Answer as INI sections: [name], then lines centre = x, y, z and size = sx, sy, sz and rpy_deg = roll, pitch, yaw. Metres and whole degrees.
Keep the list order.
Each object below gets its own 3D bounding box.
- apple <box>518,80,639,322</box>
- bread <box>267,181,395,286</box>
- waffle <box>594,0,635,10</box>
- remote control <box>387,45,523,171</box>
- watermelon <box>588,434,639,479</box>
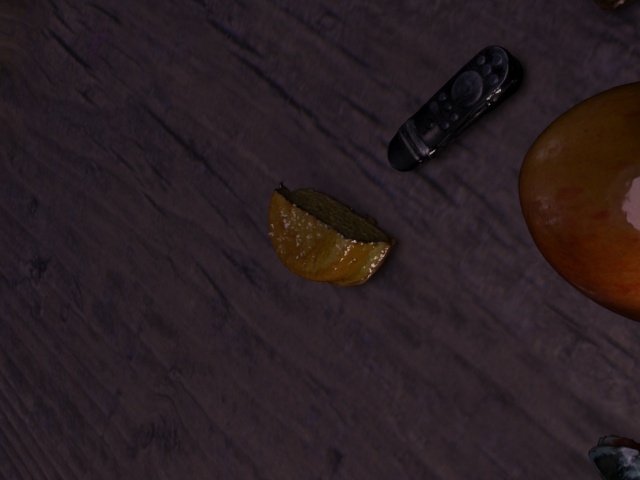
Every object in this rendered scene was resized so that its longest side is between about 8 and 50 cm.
[apple]
centre = 0.395, -0.046, 0.853
size = 0.275, 0.299, 0.298
rpy_deg = -1, 87, 57
[bread]
centre = 0.000, 0.000, 1.239
size = 0.229, 0.143, 0.139
rpy_deg = 35, 108, 36
[waffle]
centre = 0.507, -0.479, 0.890
size = 0.376, 0.114, 0.260
rpy_deg = -14, 79, 36
[remote control]
centre = 0.217, -0.204, 1.142
size = 0.266, 0.066, 0.090
rpy_deg = -41, 51, 33
[watermelon]
centre = 0.481, 0.217, 0.826
size = 0.320, 0.213, 0.289
rpy_deg = 20, 105, -8
